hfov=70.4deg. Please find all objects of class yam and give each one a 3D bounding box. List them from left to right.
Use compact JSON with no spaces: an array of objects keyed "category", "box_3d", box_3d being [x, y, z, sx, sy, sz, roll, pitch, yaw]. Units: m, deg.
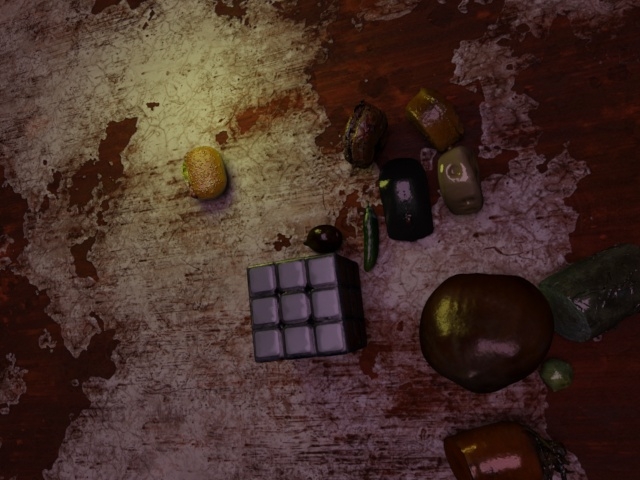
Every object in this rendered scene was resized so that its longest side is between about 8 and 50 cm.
[{"category":"yam","box_3d":[0.794,0.147,1.275,0.271,0.201,0.202,-31,112,-4]}]

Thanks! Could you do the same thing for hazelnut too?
[{"category":"hazelnut","box_3d":[0.466,0.254,1.280,0.366,0.366,0.366,-3,80,17]}]

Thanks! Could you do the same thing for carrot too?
[{"category":"carrot","box_3d":[0.523,0.616,1.276,0.331,0.214,0.193,-18,78,10]}]

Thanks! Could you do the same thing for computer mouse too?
[{"category":"computer mouse","box_3d":[0.286,-0.142,1.531,0.168,0.087,0.295,-10,81,12]}]

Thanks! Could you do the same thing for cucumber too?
[{"category":"cucumber","box_3d":[0.173,-0.016,1.564,0.056,0.056,0.250,-2,83,17]}]

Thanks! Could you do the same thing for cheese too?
[{"category":"cheese","box_3d":[0.444,-0.195,1.436,0.117,0.235,0.218,-10,38,25]}]

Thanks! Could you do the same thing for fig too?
[{"category":"fig","box_3d":[0.000,0.000,1.597,0.155,0.103,0.109,-22,117,44]}]

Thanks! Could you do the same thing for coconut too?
[{"category":"coconut","box_3d":[0.691,0.394,1.325,0.088,0.088,0.096,7,78,18]}]

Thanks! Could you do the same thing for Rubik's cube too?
[{"category":"Rubik's cube","box_3d":[-0.035,0.218,1.459,0.301,0.305,0.304,-9,77,15]}]

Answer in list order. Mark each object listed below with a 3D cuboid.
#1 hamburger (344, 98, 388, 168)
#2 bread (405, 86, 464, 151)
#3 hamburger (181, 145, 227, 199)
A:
[{"category":"hamburger","box_3d":[0.153,-0.357,1.537,0.107,0.231,0.231,20,88,18]},{"category":"bread","box_3d":[0.379,-0.416,1.528,0.143,0.139,0.229,-42,71,15]},{"category":"hamburger","box_3d":[-0.450,-0.258,1.761,0.173,0.116,0.210,-15,77,12]}]
